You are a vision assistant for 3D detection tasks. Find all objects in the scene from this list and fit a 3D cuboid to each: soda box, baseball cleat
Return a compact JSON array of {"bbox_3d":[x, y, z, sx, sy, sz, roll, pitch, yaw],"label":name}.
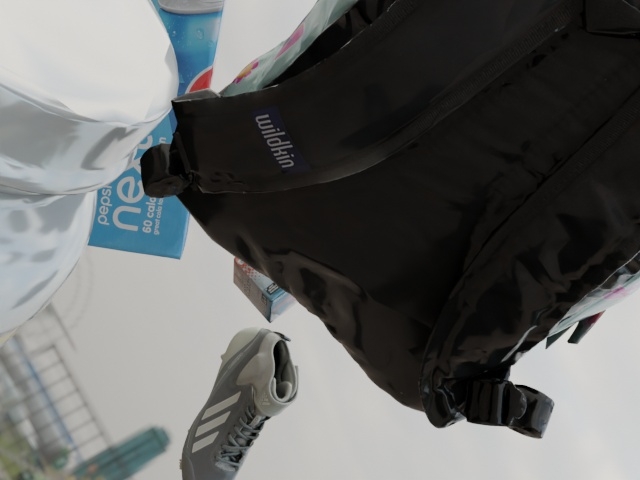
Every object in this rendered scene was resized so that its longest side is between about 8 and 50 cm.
[{"bbox_3d":[-0.106,-0.099,0.860,0.067,0.071,0.210,-105,-155,-77],"label":"soda box"},{"bbox_3d":[-0.086,0.192,1.416,0.072,0.205,0.109,19,-7,-37],"label":"baseball cleat"},{"bbox_3d":[0.000,0.000,1.339,0.063,0.183,0.058,47,-20,18],"label":"soda box"}]

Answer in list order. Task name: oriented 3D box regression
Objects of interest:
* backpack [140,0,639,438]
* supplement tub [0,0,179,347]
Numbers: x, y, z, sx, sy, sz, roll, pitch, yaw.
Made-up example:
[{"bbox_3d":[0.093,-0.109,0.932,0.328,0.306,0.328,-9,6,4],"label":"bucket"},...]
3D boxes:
[{"bbox_3d":[0.055,-0.045,0.389,0.152,0.115,0.182,37,-49,-11],"label":"backpack"},{"bbox_3d":[-0.239,-0.011,0.503,0.241,0.331,0.241,41,21,-19],"label":"supplement tub"}]
